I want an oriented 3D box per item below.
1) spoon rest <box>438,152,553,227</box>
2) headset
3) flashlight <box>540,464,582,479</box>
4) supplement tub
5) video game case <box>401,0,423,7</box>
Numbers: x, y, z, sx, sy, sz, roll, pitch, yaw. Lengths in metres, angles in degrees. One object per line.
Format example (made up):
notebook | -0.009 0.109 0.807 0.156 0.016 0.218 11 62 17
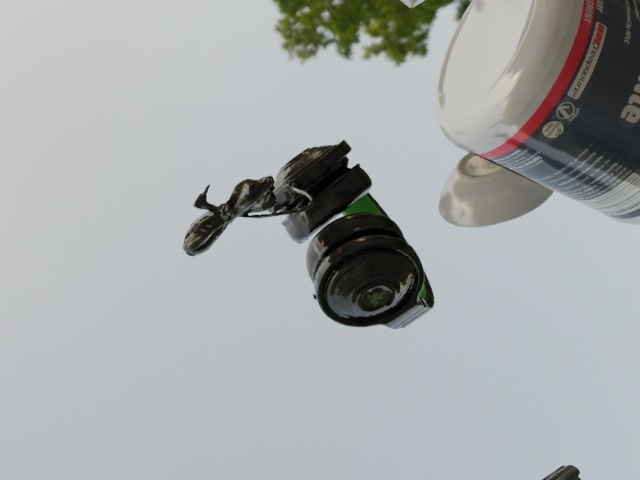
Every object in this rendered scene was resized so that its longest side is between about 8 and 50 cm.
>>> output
spoon rest | 0.203 -0.094 1.194 0.276 0.137 0.084 -86 -24 -55
headset | 0.000 0.000 1.211 0.243 0.185 0.394 60 -165 25
flashlight | 0.152 0.345 1.012 0.304 0.103 0.103 -35 -49 -10
supplement tub | 0.262 -0.128 0.922 0.272 0.191 0.191 22 -115 -19
video game case | 0.083 -0.351 1.203 0.157 0.019 0.143 42 -140 5
